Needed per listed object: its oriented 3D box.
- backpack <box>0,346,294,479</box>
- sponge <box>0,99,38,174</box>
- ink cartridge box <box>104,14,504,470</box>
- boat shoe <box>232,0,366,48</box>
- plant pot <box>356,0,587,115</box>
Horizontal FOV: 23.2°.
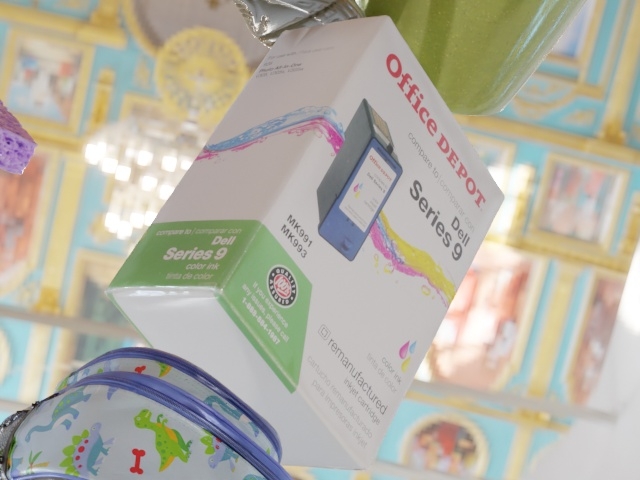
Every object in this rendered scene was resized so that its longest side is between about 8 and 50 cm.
[{"bbox_3d":[-0.063,0.089,0.552,0.105,0.084,0.114,39,146,-18],"label":"backpack"},{"bbox_3d":[-0.289,-0.119,1.137,0.117,0.031,0.210,28,-171,-36],"label":"sponge"},{"bbox_3d":[0.000,0.000,0.884,0.093,0.212,0.154,-4,134,40],"label":"ink cartridge box"},{"bbox_3d":[-0.032,-0.190,1.056,0.080,0.073,0.223,-14,156,28],"label":"boat shoe"},{"bbox_3d":[0.119,-0.253,1.162,0.274,0.293,0.275,13,-157,-6],"label":"plant pot"}]
